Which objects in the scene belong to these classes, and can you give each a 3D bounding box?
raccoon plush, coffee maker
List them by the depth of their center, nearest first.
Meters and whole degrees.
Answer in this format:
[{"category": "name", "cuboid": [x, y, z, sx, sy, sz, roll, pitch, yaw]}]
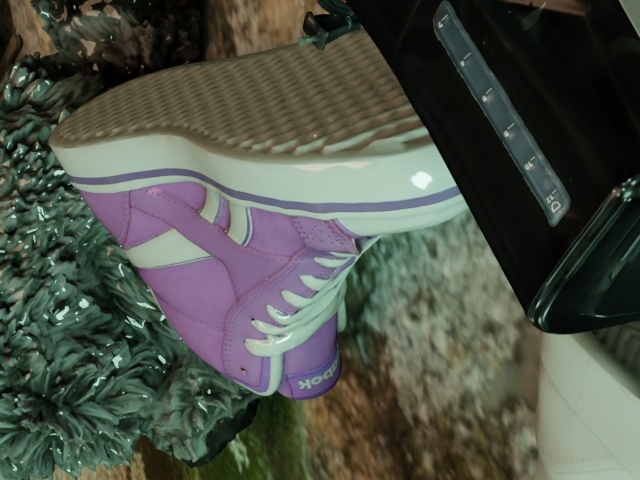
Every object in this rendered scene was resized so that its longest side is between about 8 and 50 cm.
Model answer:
[{"category": "coffee maker", "cuboid": [0.074, -0.066, 0.426, 0.171, 0.120, 0.178, 87, 158, -62]}, {"category": "raccoon plush", "cuboid": [-0.220, -0.015, 0.790, 0.216, 0.299, 0.446, 3, 106, 62]}]

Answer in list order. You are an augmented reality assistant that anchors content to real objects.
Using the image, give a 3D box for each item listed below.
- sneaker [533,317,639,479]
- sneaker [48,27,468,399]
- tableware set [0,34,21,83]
[{"category": "sneaker", "cuboid": [0.146, 0.144, 0.397, 0.292, 0.108, 0.169, -121, 28, -49]}, {"category": "sneaker", "cuboid": [0.001, -0.001, 0.629, 0.282, 0.102, 0.161, 6, 127, 57]}, {"category": "tableware set", "cuboid": [-0.252, -0.065, 1.116, 0.194, 0.039, 0.128, -40, 67, 61]}]
